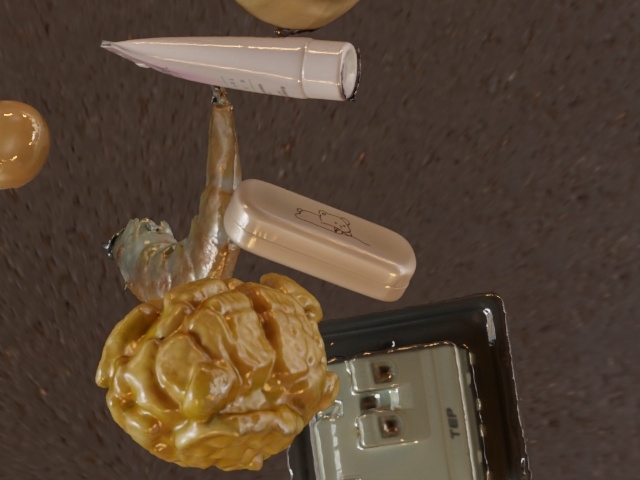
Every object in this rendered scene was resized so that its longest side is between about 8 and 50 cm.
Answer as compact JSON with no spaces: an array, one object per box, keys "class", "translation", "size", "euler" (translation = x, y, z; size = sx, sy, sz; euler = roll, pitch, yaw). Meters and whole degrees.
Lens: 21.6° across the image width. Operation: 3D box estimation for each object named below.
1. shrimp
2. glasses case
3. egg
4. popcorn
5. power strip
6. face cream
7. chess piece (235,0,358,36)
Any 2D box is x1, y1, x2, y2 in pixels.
[{"class":"shrimp","translation":[-0.145,-0.017,1.822],"size":[0.068,0.287,0.185],"euler":[-3,47,-33]},{"class":"glasses case","translation":[0.000,0.000,1.657],"size":[0.196,0.083,0.050],"euler":[20,120,-14]},{"class":"egg","translation":[-0.252,-0.078,1.344],"size":[0.071,0.083,0.071],"euler":[12,61,-23]},{"class":"popcorn","translation":[-0.066,0.105,1.264],"size":[0.163,0.194,0.140],"euler":[-32,62,7]},{"class":"power strip","translation":[0.077,0.192,1.670],"size":[0.251,0.092,0.257],"euler":[-10,79,11]},{"class":"face cream","translation":[-0.084,-0.172,1.617],"size":[0.243,0.092,0.058],"euler":[6,83,18]},{"class":"chess piece","translation":[0.057,-0.218,0.824],"size":[0.137,0.301,0.137],"euler":[17,63,-36]}]
